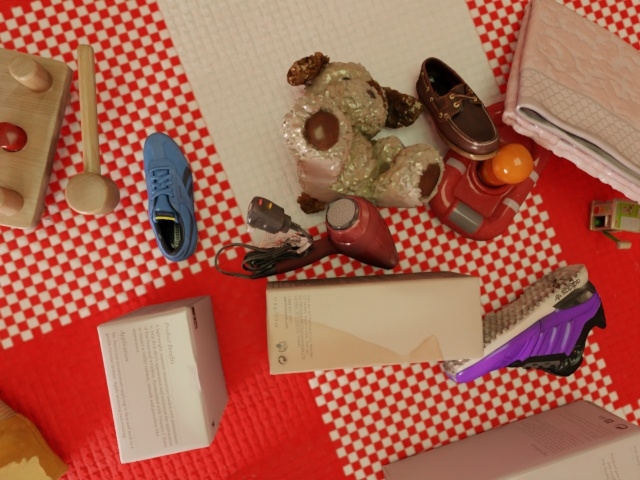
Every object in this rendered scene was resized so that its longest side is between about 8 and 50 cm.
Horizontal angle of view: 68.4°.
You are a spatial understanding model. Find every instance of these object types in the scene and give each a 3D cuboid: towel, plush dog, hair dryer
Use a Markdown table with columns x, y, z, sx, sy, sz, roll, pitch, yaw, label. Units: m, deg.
| x | y | z | sx | sy | sz | roll | pitch | yaw | label |
| --- | --- | --- | --- | --- | --- | --- | --- | --- | --- |
| 0.457 | -0.228 | 0.754 | 0.331 | 0.053 | 0.317 | 28 | 59 | -6 | towel |
| 0.042 | -0.168 | 0.731 | 0.262 | 0.210 | 0.226 | 17 | 70 | -26 | plush dog |
| 0.000 | 0.000 | 0.723 | 0.293 | 0.223 | 0.080 | 9 | 65 | -20 | hair dryer |

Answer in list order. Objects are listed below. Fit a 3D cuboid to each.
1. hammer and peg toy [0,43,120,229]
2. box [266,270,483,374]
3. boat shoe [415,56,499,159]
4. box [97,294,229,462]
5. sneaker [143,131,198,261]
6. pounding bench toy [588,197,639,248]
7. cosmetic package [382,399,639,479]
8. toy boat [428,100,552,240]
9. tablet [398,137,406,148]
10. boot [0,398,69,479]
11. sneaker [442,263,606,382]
| x | y | z | sx | sy | sz | roll | pitch | yaw | label |
| --- | --- | --- | --- | --- | --- | --- | --- | --- | --- |
| -0.460 | -0.157 | 0.687 | 0.360 | 0.127 | 0.266 | 10 | 86 | -5 | hammer and peg toy |
| 0.074 | 0.118 | 0.725 | 0.310 | 0.148 | 0.121 | -3 | 90 | -4 | box |
| 0.204 | -0.207 | 0.722 | 0.073 | 0.073 | 0.207 | -19 | 50 | -10 | boat shoe |
| -0.213 | 0.183 | 0.676 | 0.118 | 0.182 | 0.181 | -10 | 89 | -4 | box |
| -0.235 | -0.071 | 0.730 | 0.069 | 0.082 | 0.210 | -11 | 89 | -4 | sneaker |
| 0.501 | -0.026 | 0.808 | 0.052 | 0.065 | 0.084 | 7 | 88 | -6 | pounding bench toy |
| 0.315 | 0.424 | 0.739 | 0.384 | 0.156 | 0.218 | -13 | 90 | -5 | cosmetic package |
| 0.283 | -0.115 | 0.745 | 0.150 | 0.151 | 0.231 | 33 | 86 | -4 | toy boat |
| 0.117 | -0.130 | 0.802 | 0.083 | 0.006 | 0.054 | -39 | 93 | -4 | tablet |
| -0.543 | 0.373 | 0.680 | 0.295 | 0.104 | 0.211 | -40 | 92 | -9 | boot |
| 0.349 | 0.173 | 0.771 | 0.293 | 0.102 | 0.146 | -32 | 93 | -5 | sneaker |
